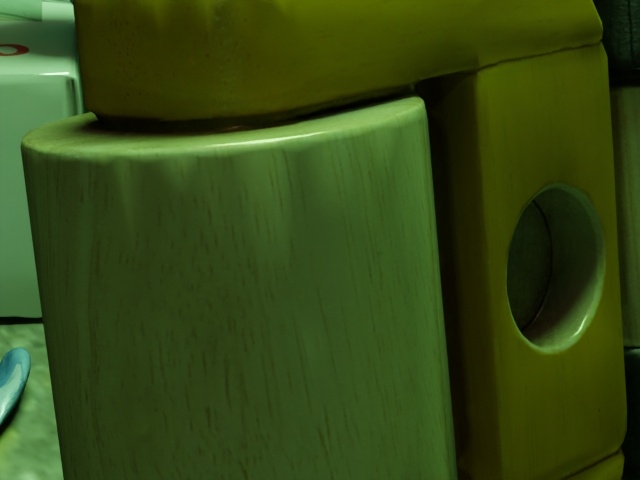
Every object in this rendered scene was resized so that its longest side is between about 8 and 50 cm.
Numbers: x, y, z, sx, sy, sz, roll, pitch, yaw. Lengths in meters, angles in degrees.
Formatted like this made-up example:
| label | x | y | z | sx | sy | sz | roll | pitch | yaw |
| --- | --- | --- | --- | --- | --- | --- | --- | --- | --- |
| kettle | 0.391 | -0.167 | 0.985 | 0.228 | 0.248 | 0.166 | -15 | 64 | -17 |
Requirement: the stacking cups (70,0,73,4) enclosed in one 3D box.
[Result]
| label | x | y | z | sx | sy | sz | roll | pitch | yaw |
| --- | --- | --- | --- | --- | --- | --- | --- | --- | --- |
| stacking cups | -0.077 | -0.134 | 0.821 | 0.096 | 0.316 | 0.096 | -25 | 29 | 15 |

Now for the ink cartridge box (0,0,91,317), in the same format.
| label | x | y | z | sx | sy | sz | roll | pitch | yaw |
| --- | --- | --- | --- | --- | --- | --- | --- | --- | --- |
| ink cartridge box | -0.208 | -0.069 | 0.920 | 0.198 | 0.114 | 0.273 | -1 | 23 | -6 |

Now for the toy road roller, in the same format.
| label | x | y | z | sx | sy | sz | roll | pitch | yaw |
| --- | --- | --- | --- | --- | --- | --- | --- | --- | --- |
| toy road roller | 0.000 | 0.000 | 0.677 | 0.241 | 0.202 | 0.329 | 4 | 15 | 41 |

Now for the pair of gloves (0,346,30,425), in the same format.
| label | x | y | z | sx | sy | sz | roll | pitch | yaw |
| --- | --- | --- | --- | --- | --- | --- | --- | --- | --- |
| pair of gloves | -0.201 | 0.068 | 0.718 | 0.198 | 0.023 | 0.159 | -8 | 25 | -18 |
